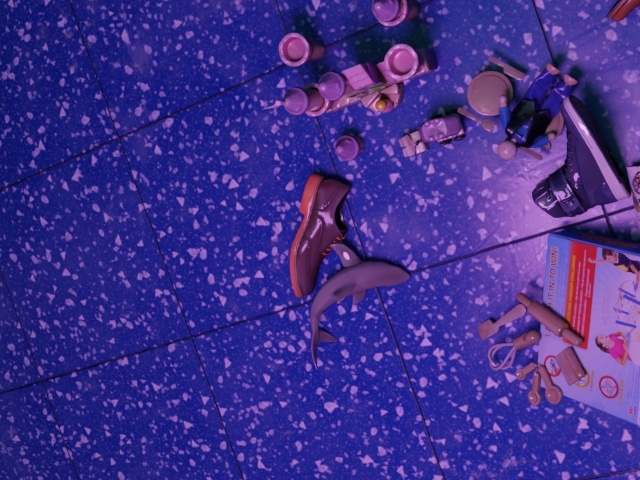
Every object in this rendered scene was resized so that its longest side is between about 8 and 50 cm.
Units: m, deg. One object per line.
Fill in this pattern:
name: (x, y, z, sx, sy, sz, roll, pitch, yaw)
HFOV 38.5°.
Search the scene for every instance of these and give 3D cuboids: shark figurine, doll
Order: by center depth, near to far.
doll: (0.387, -0.233, 1.692, 0.129, 0.046, 0.189, 32, 102, -1)
shark figurine: (0.035, 0.127, 1.913, 0.166, 0.116, 0.278, 39, 111, -13)

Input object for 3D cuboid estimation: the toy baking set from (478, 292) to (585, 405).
toy baking set: (0.396, 0.204, 1.756, 0.256, 0.030, 0.197, 47, 132, 39)

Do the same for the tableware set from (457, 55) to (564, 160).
tableware set: (0.370, -0.252, 1.740, 0.194, 0.039, 0.128, 32, 97, 9)

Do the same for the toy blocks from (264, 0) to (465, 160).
toy blocks: (0.076, -0.289, 1.745, 0.288, 0.260, 0.309, -18, 93, 26)

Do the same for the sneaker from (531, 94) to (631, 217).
sneaker: (0.446, -0.142, 1.679, 0.163, 0.086, 0.226, -22, 111, 28)

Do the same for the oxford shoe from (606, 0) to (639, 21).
oxford shoe: (0.594, -0.442, 1.582, 0.212, 0.076, 0.076, -37, 95, 27)

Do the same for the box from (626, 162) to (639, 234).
box: (0.633, -0.027, 1.615, 0.159, 0.044, 0.233, 0, 104, 66)

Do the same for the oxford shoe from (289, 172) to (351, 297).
oxford shoe: (0.000, 0.000, 1.937, 0.098, 0.097, 0.271, 14, 107, 14)

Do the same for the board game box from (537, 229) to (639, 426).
board game box: (0.543, 0.158, 1.648, 0.302, 0.086, 0.308, 19, 111, 51)
